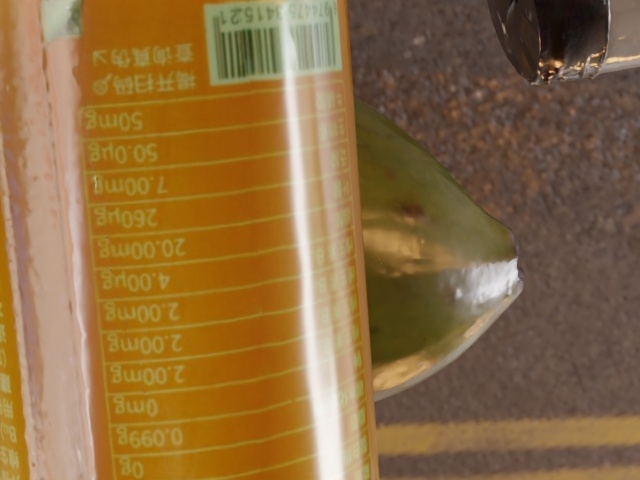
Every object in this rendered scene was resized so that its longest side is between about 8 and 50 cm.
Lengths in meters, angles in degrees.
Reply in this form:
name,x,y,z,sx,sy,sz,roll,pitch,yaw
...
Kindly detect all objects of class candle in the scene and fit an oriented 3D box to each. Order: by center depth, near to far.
name,x,y,z,sx,sy,sz,roll,pitch,yaw
candle,0.378,-0.311,1.797,0.342,0.221,0.221,-12,144,-5

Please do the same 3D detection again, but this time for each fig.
name,x,y,z,sx,sy,sz,roll,pitch,yaw
fig,0.000,0.000,0.862,0.225,0.203,0.203,-2,144,4

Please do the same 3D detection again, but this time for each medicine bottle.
name,x,y,z,sx,sy,sz,roll,pitch,yaw
medicine bottle,-0.035,0.024,0.370,0.096,0.192,0.096,-5,-171,1
